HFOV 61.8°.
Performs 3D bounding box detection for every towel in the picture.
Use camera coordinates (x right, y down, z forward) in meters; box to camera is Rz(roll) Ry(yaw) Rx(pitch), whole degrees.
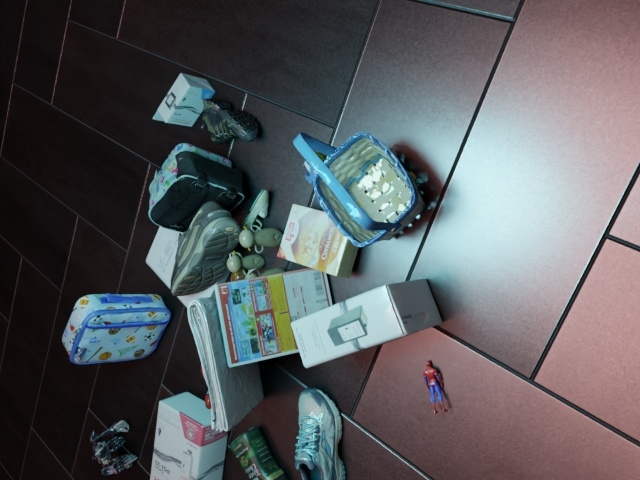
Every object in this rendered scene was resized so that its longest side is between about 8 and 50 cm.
[{"bbox_3d":[-0.239,0.299,1.392,0.054,0.332,0.316,-13,84,8],"label":"towel"}]

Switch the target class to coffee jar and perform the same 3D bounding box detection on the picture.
[{"bbox_3d":[-0.171,0.627,1.500,0.096,0.079,0.184,-47,67,27],"label":"coffee jar"}]

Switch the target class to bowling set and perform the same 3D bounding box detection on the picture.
[{"bbox_3d":[-0.196,0.114,1.448,0.200,0.154,0.286,-16,82,34],"label":"bowling set"}]

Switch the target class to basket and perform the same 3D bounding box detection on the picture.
[{"bbox_3d":[0.084,-0.117,1.157,0.201,0.289,0.254,-45,68,25],"label":"basket"}]

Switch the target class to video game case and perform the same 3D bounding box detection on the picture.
[{"bbox_3d":[-0.106,0.185,1.337,0.025,0.286,0.203,154,106,-72],"label":"video game case"}]

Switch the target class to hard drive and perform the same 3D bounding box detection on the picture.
[{"bbox_3d":[-0.420,0.076,1.673,0.308,0.040,0.203,40,113,27],"label":"hard drive"}]

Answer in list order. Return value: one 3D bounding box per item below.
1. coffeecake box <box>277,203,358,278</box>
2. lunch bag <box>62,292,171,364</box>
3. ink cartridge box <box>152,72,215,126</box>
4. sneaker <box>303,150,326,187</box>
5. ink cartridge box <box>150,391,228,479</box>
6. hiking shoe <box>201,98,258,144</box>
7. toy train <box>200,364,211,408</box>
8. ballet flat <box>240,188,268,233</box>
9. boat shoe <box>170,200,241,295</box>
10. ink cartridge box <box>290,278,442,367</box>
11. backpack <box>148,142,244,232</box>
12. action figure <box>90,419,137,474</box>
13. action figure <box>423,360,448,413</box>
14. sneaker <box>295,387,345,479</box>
[{"bbox_3d":[0.000,0.000,1.333,0.186,0.068,0.142,16,90,33],"label":"coffeecake box"},{"bbox_3d":[-0.637,0.269,1.675,0.115,0.304,0.243,49,118,33],"label":"lunch bag"},{"bbox_3d":[-0.411,-0.405,1.607,0.180,0.104,0.060,-46,68,28],"label":"ink cartridge box"},{"bbox_3d":[0.000,-0.157,1.362,0.059,0.053,0.144,-38,62,29],"label":"sneaker"},{"bbox_3d":[-0.401,0.642,1.638,0.207,0.117,0.282,14,100,34],"label":"ink cartridge box"},{"bbox_3d":[-0.260,-0.320,1.530,0.227,0.086,0.114,40,127,33],"label":"hiking shoe"},{"bbox_3d":[-0.303,0.369,1.565,0.143,0.105,0.247,143,119,-66],"label":"toy train"},{"bbox_3d":[-0.177,-0.069,1.498,0.052,0.057,0.168,35,118,-1],"label":"ballet flat"},{"bbox_3d":[-0.333,0.026,1.502,0.355,0.132,0.130,-49,56,36],"label":"boat shoe"},{"bbox_3d":[0.105,0.186,1.212,0.273,0.198,0.114,-26,76,33],"label":"ink cartridge box"},{"bbox_3d":[-0.364,-0.136,1.517,0.253,0.225,0.191,-43,46,33],"label":"backpack"},{"bbox_3d":[-0.717,0.727,1.859,0.276,0.141,0.163,-20,88,60],"label":"action figure"},{"bbox_3d":[0.258,0.331,1.216,0.038,0.030,0.115,-19,76,29],"label":"action figure"},{"bbox_3d":[-0.011,0.519,1.355,0.110,0.122,0.282,-16,83,34],"label":"sneaker"}]
